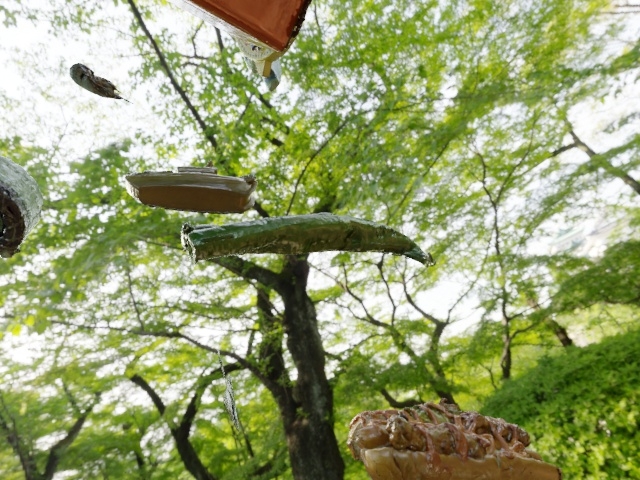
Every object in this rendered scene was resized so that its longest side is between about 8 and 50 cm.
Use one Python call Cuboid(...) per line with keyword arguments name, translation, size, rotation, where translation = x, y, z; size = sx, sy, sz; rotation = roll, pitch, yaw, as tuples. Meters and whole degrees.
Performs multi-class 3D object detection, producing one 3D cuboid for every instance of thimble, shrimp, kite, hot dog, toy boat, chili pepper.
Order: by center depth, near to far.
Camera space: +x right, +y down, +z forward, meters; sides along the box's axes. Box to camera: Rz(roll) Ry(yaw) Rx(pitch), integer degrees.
Cuboid(name="chili pepper", translation=(0.000, 0.000, 0.558), size=(0.359, 0.077, 0.085), rotation=(1, 1, -25))
Cuboid(name="hot dog", translation=(0.215, 0.331, 0.667), size=(0.348, 0.117, 0.158), rotation=(14, -5, -14))
Cuboid(name="thimble", translation=(-0.795, -0.079, 0.980), size=(0.237, 0.150, 0.237), rotation=(-3, -55, -4))
Cuboid(name="toy boat", translation=(-0.321, -0.136, 1.040), size=(0.321, 0.121, 0.089), rotation=(2, -51, -11))
Cuboid(name="shrimp", translation=(-0.787, -0.556, 1.496), size=(0.232, 0.090, 0.079), rotation=(27, -79, -27))
Cuboid(name="kite", translation=(-0.333, 0.553, 1.497), size=(0.011, 0.314, 0.335), rotation=(-15, -1, -10))
Cuboid(name="toy boat", translation=(-0.257, -0.744, 1.627), size=(0.123, 0.330, 0.215), rotation=(-19, -20, 22))

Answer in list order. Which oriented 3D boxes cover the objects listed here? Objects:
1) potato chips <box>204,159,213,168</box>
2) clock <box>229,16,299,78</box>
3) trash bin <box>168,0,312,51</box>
Cuboid(name="potato chips", translation=(-0.375, -0.178, 1.240), size=(0.026, 0.204, 0.037), rotation=(12, -45, 15))
Cuboid(name="clock", translation=(-0.154, -0.629, 1.117), size=(0.071, 0.277, 0.293), rotation=(-4, -45, -47))
Cuboid(name="trash bin", translation=(-0.130, -0.367, 0.522), size=(0.238, 0.161, 0.185), rotation=(11, -71, -47))
